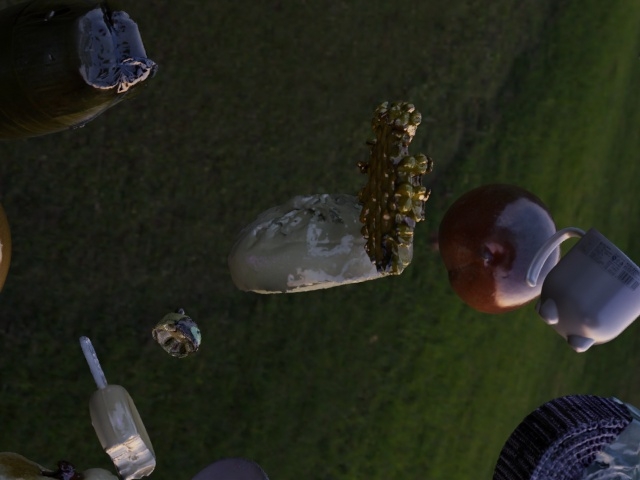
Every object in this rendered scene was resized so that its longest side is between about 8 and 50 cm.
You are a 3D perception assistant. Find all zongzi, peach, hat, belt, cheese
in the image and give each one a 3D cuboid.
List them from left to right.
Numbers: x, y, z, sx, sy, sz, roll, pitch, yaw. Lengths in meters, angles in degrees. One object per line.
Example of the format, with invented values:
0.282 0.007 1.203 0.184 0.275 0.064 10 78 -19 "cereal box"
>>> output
-0.355 -0.297 1.721 0.432 0.403 0.208 -24 104 -53 "zongzi"
-0.366 0.294 1.873 0.163 0.070 0.249 80 -14 -65 "cheese"
-0.243 0.157 1.835 0.077 0.076 0.059 48 36 -19 "hat"
0.345 0.014 2.049 0.252 0.252 0.252 -24 118 -57 "peach"
0.345 0.337 1.282 0.260 0.122 0.325 -32 106 -4 "belt"

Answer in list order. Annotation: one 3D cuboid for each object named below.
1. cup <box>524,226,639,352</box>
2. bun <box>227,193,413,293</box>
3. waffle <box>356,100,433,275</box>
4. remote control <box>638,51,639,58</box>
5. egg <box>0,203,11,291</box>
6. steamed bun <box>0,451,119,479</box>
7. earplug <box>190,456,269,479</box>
0.369 0.064 1.508 0.142 0.173 0.134 -46 163 8 "cup"
0.000 0.000 1.638 0.287 0.287 0.146 -9 94 -60 "bun"
0.092 -0.074 1.426 0.231 0.051 0.229 -128 -139 -71 "waffle"
0.381 -0.265 1.004 0.145 0.050 0.344 -63 173 -2 "remote control"
-0.583 0.029 1.419 0.283 0.351 0.282 60 6 -10 "egg"
-0.303 0.320 1.217 0.141 0.155 0.172 -154 -125 -75 "steamed bun"
-0.069 0.461 1.550 0.301 0.172 0.172 50 54 -40 "earplug"
